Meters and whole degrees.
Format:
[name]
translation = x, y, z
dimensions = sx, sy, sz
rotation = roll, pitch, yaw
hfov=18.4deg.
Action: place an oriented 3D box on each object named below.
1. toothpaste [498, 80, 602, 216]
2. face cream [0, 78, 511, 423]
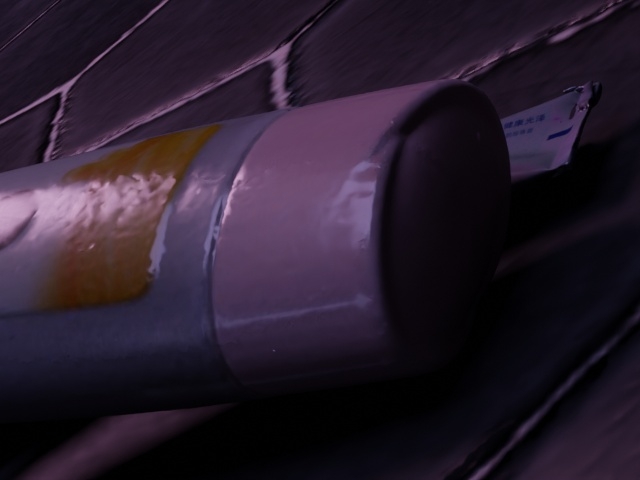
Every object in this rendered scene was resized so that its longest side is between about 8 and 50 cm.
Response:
[toothpaste]
translation = 0.000, 0.000, 0.534
dimensions = 0.170, 0.028, 0.045
rotation = -24, 18, 30
[face cream]
translation = -0.050, 0.008, 0.505
dimensions = 0.198, 0.057, 0.084
rotation = -11, 42, 35
